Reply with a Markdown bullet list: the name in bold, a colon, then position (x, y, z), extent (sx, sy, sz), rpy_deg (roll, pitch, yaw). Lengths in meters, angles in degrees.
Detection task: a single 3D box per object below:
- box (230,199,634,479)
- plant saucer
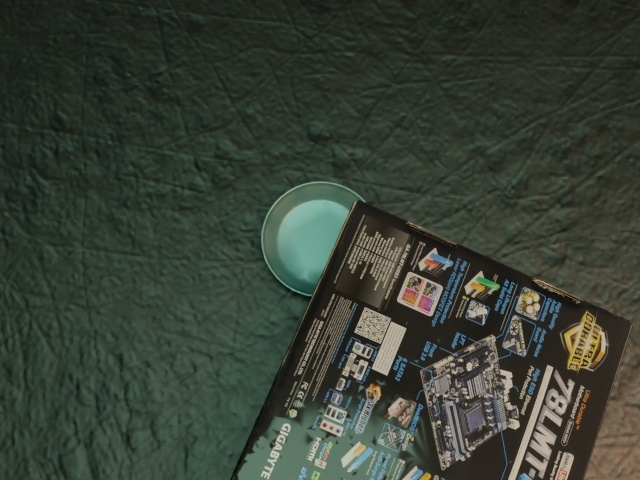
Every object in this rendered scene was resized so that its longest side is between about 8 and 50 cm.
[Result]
- **box**: position (0.107, 0.151, 0.988), extent (0.293, 0.073, 0.295), rpy_deg (24, 71, 0)
- **plant saucer**: position (0.000, 0.000, 1.077), extent (0.119, 0.021, 0.119), rpy_deg (0, 78, 0)
